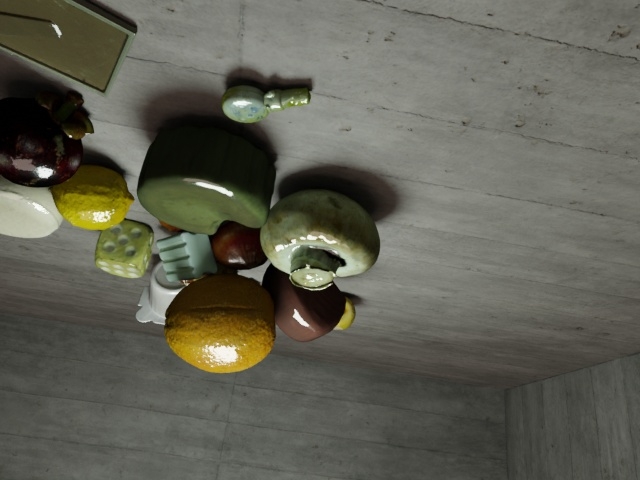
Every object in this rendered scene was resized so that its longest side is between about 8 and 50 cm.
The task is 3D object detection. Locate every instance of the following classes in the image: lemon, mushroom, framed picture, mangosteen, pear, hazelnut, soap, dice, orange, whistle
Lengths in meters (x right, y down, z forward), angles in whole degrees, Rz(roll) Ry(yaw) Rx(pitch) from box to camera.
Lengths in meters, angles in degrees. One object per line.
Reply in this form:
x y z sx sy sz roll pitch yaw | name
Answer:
-0.663 -0.126 1.425 0.231 0.192 0.192 7 156 -14 | lemon
0.000 0.000 1.423 0.352 0.260 0.352 6 149 3 | mushroom
-0.559 -0.426 0.963 0.335 0.022 0.247 22 152 -28 | framed picture
-0.667 -0.252 1.168 0.265 0.228 0.228 -39 142 6 | mangosteen
0.069 0.323 2.185 0.178 0.178 0.178 6 155 3 | pear
-0.251 0.014 1.621 0.178 0.178 0.204 -9 167 31 | hazelnut
-0.464 0.052 1.684 0.087 0.160 0.265 -20 -174 -36 | soap
-0.713 0.031 1.790 0.169 0.169 0.166 12 154 -10 | dice
-0.327 0.271 1.610 0.357 0.322 0.322 -4 154 0 | orange
-0.119 -0.306 1.064 0.198 0.057 0.104 -7 163 13 | whistle

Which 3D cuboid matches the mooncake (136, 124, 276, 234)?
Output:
-0.299 -0.153 1.276 0.351 0.187 0.351 7 159 3 | mooncake

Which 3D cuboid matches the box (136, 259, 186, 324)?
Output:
-0.638 0.201 2.044 0.291 0.262 0.206 -26 152 -33 | box

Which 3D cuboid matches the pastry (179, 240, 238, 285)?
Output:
-0.399 0.120 1.861 0.237 0.170 0.256 42 130 11 | pastry

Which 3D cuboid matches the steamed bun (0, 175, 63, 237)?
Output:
-0.913 -0.141 1.478 0.283 0.177 0.283 0 151 0 | steamed bun

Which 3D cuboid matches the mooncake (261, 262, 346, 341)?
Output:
-0.047 0.202 1.791 0.333 0.326 0.174 14 144 -39 | mooncake

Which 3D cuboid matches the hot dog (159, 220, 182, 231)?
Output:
-0.430 -0.088 1.540 0.160 0.099 0.227 24 155 -33 | hot dog
